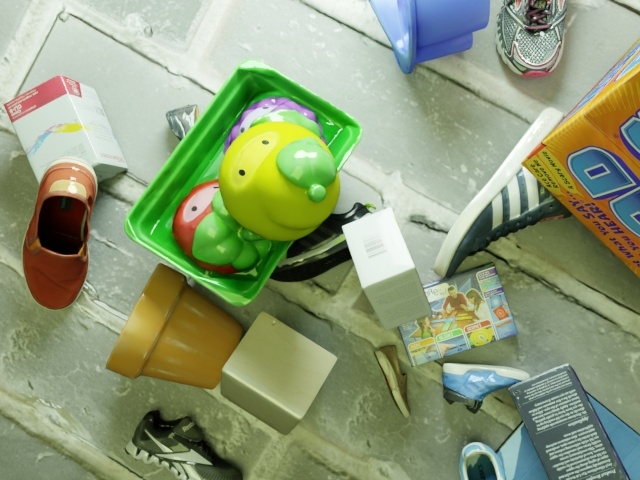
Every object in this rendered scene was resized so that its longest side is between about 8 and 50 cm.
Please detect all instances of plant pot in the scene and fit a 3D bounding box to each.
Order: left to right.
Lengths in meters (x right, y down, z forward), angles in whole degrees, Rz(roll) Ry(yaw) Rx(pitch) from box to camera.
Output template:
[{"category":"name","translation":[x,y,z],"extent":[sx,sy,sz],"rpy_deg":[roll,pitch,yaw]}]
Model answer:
[{"category":"plant pot","translation":[-0.250,0.171,1.118],"extent":[0.188,0.205,0.205],"rpy_deg":[27,94,-10]}]

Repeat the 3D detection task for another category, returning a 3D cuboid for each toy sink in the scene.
[{"category":"toy sink","translation":[-0.079,0.240,1.108],"extent":[0.152,0.234,0.131],"rpy_deg":[31,65,6]}]

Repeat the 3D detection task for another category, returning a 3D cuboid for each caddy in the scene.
[{"category":"caddy","translation":[0.155,-0.454,1.028],"extent":[0.179,0.241,0.341],"rpy_deg":[-9,90,2]}]

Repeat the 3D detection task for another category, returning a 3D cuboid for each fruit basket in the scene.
[{"category":"fruit basket","translation":[-0.103,-0.096,0.972],"extent":[0.283,0.392,0.392],"rpy_deg":[32,94,5]}]

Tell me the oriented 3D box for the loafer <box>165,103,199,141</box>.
[{"category":"loafer","translation":[-0.229,-0.177,1.166],"extent":[0.061,0.062,0.170],"rpy_deg":[-26,90,2]}]

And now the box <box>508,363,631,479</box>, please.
[{"category":"box","translation":[0.410,0.323,1.018],"extent":[0.108,0.153,0.207],"rpy_deg":[-28,64,16]}]

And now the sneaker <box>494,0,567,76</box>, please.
[{"category":"sneaker","translation":[0.367,-0.432,1.067],"extent":[0.120,0.112,0.299],"rpy_deg":[0,92,7]}]

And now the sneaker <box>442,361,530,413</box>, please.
[{"category":"sneaker","translation":[0.295,0.267,1.114],"extent":[0.152,0.058,0.085],"rpy_deg":[3,86,11]}]

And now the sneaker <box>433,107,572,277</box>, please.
[{"category":"sneaker","translation":[0.342,-0.053,1.067],"extent":[0.148,0.131,0.350],"rpy_deg":[39,95,9]}]

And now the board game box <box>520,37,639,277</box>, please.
[{"category":"board game box","translation":[0.592,-0.161,0.870],"extent":[0.356,0.356,0.356],"rpy_deg":[45,72,4]}]

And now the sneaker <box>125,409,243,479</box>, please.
[{"category":"sneaker","translation":[-0.248,0.391,1.170],"extent":[0.234,0.078,0.106],"rpy_deg":[21,96,8]}]

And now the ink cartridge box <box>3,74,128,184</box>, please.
[{"category":"ink cartridge box","translation":[-0.467,-0.189,1.157],"extent":[0.127,0.128,0.176],"rpy_deg":[-25,88,6]}]

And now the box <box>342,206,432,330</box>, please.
[{"category":"box","translation":[0.115,0.052,1.056],"extent":[0.091,0.170,0.130],"rpy_deg":[-22,55,7]}]

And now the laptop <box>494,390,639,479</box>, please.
[{"category":"laptop","translation":[0.470,0.521,1.021],"extent":[0.236,0.408,0.382],"rpy_deg":[36,96,-29]}]

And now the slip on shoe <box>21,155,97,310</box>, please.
[{"category":"slip on shoe","translation":[-0.471,0.009,1.118],"extent":[0.123,0.101,0.331],"rpy_deg":[11,125,-22]}]

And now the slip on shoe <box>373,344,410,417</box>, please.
[{"category":"slip on shoe","translation":[0.142,0.257,1.141],"extent":[0.041,0.051,0.135],"rpy_deg":[-22,83,-5]}]

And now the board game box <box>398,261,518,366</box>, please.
[{"category":"board game box","translation":[0.239,0.134,1.131],"extent":[0.201,0.035,0.136],"rpy_deg":[-18,89,6]}]

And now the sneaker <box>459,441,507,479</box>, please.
[{"category":"sneaker","translation":[0.299,0.469,1.071],"extent":[0.085,0.086,0.237],"rpy_deg":[-26,65,17]}]

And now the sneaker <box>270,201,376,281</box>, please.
[{"category":"sneaker","translation":[0.000,0.000,1.148],"extent":[0.234,0.084,0.097],"rpy_deg":[-22,65,5]}]
